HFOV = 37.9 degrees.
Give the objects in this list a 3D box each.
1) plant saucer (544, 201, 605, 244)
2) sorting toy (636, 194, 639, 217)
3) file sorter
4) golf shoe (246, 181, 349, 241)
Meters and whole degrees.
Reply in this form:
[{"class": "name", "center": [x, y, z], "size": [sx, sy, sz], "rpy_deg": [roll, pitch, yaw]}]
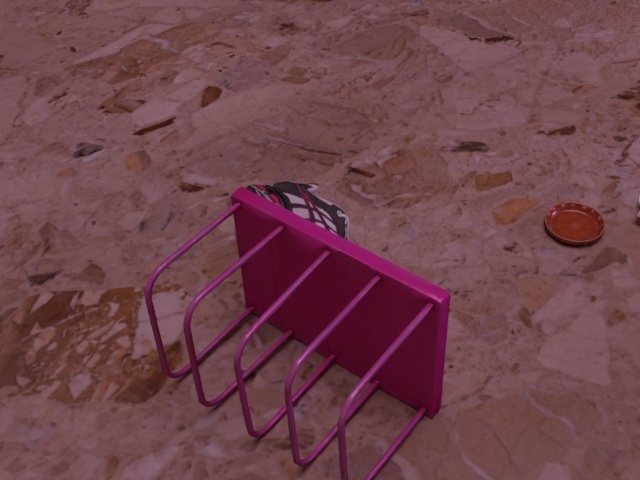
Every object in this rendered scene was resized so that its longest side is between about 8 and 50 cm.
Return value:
[{"class": "plant saucer", "center": [0.358, -0.023, 1.313], "size": [0.083, 0.013, 0.084], "rpy_deg": [-1, 44, 1]}, {"class": "sorting toy", "center": [0.487, -0.046, 1.315], "size": [0.075, 0.045, 0.083], "rpy_deg": [7, 44, 20]}, {"class": "file sorter", "center": [-0.031, 0.117, 1.043], "size": [0.290, 0.202, 0.182], "rpy_deg": [27, 52, 28]}, {"class": "golf shoe", "center": [0.000, 0.000, 1.242], "size": [0.120, 0.105, 0.273], "rpy_deg": [-17, 45, -25]}]
